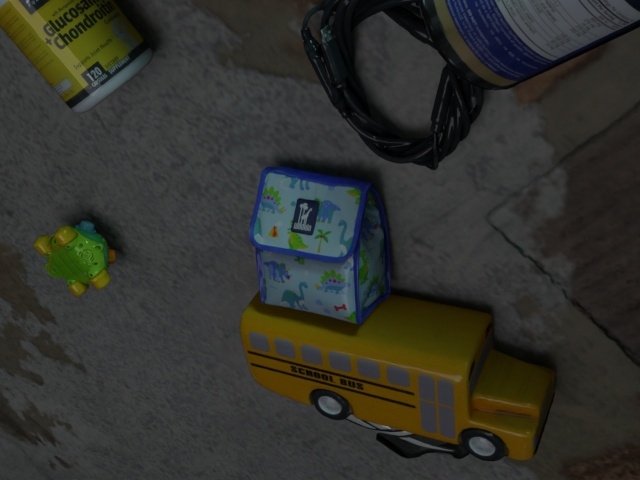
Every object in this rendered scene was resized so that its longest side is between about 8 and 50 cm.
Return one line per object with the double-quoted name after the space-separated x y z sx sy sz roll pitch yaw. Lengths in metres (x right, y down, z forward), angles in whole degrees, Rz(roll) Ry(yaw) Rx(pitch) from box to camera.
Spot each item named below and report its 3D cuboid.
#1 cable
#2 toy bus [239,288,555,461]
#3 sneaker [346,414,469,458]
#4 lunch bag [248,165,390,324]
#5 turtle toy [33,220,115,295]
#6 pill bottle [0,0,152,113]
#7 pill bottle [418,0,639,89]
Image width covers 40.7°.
0.074 -0.146 0.769 0.151 0.047 0.184 -13 117 33 "cable"
0.085 0.134 0.959 0.333 0.108 0.130 10 130 24 "toy bus"
0.085 0.216 1.051 0.234 0.078 0.106 8 129 22 "sneaker"
0.000 0.000 0.907 0.129 0.096 0.151 10 118 27 "lunch bag"
-0.320 0.018 1.127 0.130 0.066 0.095 -16 116 40 "turtle toy"
-0.260 -0.225 0.849 0.103 0.103 0.184 -21 115 41 "pill bottle"
0.182 -0.195 0.582 0.219 0.123 0.123 -21 114 47 "pill bottle"
